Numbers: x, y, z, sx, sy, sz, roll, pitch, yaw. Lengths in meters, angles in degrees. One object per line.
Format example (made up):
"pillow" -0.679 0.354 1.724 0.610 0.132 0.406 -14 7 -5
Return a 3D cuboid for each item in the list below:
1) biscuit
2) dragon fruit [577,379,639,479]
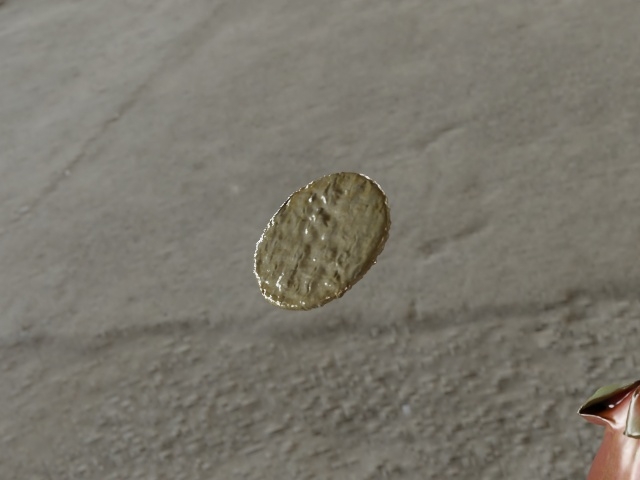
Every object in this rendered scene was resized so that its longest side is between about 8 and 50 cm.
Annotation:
"biscuit" 0.000 0.000 0.882 0.120 0.015 0.120 -23 46 26
"dragon fruit" 0.284 0.155 0.807 0.227 0.224 0.224 -52 7 31
